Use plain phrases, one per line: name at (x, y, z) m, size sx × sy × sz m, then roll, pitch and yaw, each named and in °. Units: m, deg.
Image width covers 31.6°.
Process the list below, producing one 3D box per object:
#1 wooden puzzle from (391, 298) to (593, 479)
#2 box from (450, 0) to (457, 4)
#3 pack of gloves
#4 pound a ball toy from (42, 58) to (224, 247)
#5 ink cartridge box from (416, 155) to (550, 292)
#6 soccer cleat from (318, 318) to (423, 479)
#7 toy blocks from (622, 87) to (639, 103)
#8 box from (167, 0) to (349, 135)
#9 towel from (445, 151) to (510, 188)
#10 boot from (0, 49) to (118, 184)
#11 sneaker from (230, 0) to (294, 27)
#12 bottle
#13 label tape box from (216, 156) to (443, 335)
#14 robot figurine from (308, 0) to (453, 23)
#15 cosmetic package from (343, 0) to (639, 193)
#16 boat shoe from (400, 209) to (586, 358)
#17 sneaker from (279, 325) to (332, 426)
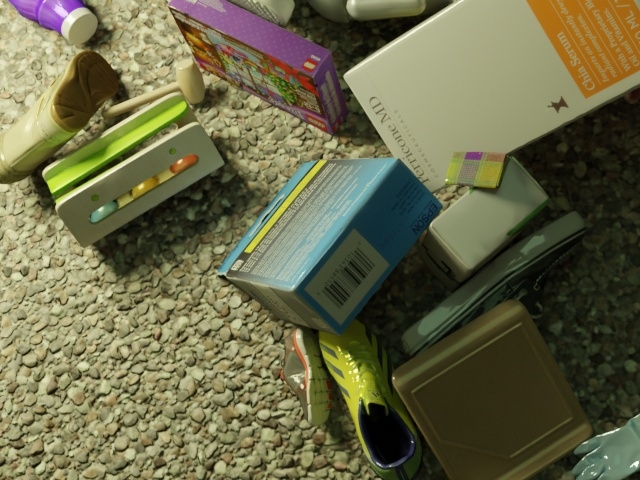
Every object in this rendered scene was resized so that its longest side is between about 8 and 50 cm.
wooden puzzle at (0.249, 0.236, 1.638) m, size 0.221 × 0.044 × 0.239 m, roll -31°, pitch 96°, yaw -4°
box at (0.174, -0.283, 1.834) m, size 0.058 × 0.087 × 0.232 m, roll 35°, pitch 103°, yaw -10°
pack of gloves at (0.466, 0.326, 1.554) m, size 0.232 × 0.046 × 0.195 m, roll -37°, pitch 65°, yaw 17°
pound a ball toy at (-0.299, -0.142, 1.903) m, size 0.319 × 0.136 × 0.208 m, roll -31°, pitch 40°, yaw -4°
ink cartridge box at (0.237, -0.019, 1.685) m, size 0.160 × 0.219 × 0.093 m, roll -40°, pitch 81°, yaw -7°
soccer cleat at (0.074, 0.222, 1.669) m, size 0.093 × 0.121 × 0.289 m, roll -24°, pitch 65°, yaw 0°
toy blocks at (0.472, -0.301, 1.728) m, size 0.309 × 0.289 × 0.260 m, roll -33°, pitch 64°, yaw -8°
box at (-0.100, -0.299, 1.876) m, size 0.293 × 0.201 × 0.057 m, roll 29°, pitch 76°, yaw 20°
towel at (0.221, -0.099, 1.594) m, size 0.083 × 0.009 × 0.060 m, roll 5°, pitch 60°, yaw 26°
boot at (-0.462, -0.212, 1.952) m, size 0.203 × 0.095 × 0.262 m, roll -35°, pitch 23°, yaw 27°
sneaker at (-0.115, -0.461, 1.884) m, size 0.150 × 0.135 × 0.366 m, roll -58°, pitch 30°, yaw 7°
bottle at (-0.520, -0.466, 2.080) m, size 0.118 × 0.092 × 0.283 m, roll -45°, pitch 67°, yaw -9°
label tape box at (0.000, 0.000, 1.730) m, size 0.115 × 0.347 × 0.249 m, roll 43°, pitch 76°, yaw -18°
robot figurine at (0.111, -0.477, 1.913) m, size 0.353 × 0.200 × 0.300 m, roll -5°, pitch 44°, yaw 8°
cosmetic package at (0.283, -0.265, 1.605) m, size 0.453 × 0.161 × 0.230 m, roll -29°, pitch 98°, yaw 38°
boat shoe at (0.280, 0.092, 1.705) m, size 0.335 × 0.121 × 0.119 m, roll -39°, pitch 81°, yaw 2°
sneaker at (-0.028, 0.214, 1.737) m, size 0.064 × 0.061 × 0.158 m, roll -24°, pitch 61°, yaw 29°
